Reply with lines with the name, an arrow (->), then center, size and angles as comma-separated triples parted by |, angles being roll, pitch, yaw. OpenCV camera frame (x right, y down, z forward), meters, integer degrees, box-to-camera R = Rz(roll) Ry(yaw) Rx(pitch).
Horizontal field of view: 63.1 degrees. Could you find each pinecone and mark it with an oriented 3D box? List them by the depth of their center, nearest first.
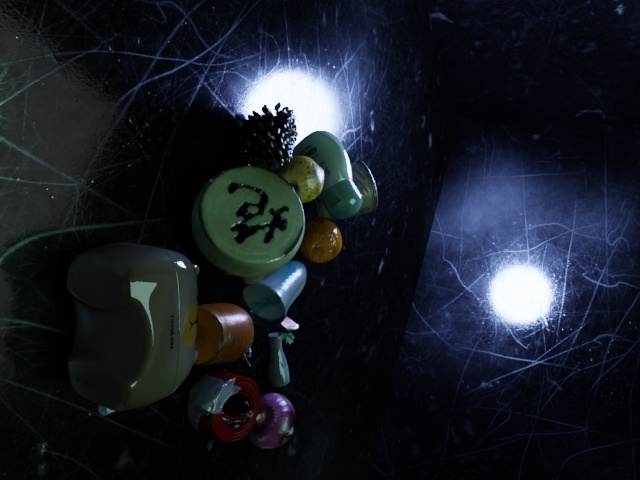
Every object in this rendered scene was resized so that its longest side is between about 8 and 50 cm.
pinecone -> -0.176, -0.354, 1.747 | 0.221, 0.222, 0.221 | -26, 121, -57

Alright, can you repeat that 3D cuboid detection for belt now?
belt -> -0.333, 0.568, 1.811 | 0.323, 0.115, 0.227 | 54, 49, -55

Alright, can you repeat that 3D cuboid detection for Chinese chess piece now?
Chinese chess piece -> -0.219, -0.061, 1.608 | 0.349, 0.350, 0.146 | -67, -171, -26

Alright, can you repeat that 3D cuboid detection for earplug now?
earplug -> -0.147, 0.178, 2.000 | 0.324, 0.185, 0.184 | -44, 135, -57

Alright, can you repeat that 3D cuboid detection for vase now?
vase -> -0.176, 0.481, 2.120 | 0.086, 0.086, 0.213 | -25, 115, -58

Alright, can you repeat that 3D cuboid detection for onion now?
onion -> -0.188, 0.716, 2.060 | 0.207, 0.201, 0.200 | -59, 145, -46

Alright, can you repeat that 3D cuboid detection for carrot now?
carrot -> -0.315, 0.297, 1.666 | 0.331, 0.215, 0.193 | 15, 87, -66

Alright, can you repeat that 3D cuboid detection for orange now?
orange -> 0.000, 0.000, 2.201 | 0.161, 0.194, 0.193 | -80, 165, -62

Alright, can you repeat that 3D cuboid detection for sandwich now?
sandwich -> -0.135, 0.355, 2.183 | 0.026, 0.069, 0.101 | -44, 166, 31

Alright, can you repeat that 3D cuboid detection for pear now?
pear -> -0.067, -0.217, 1.837 | 0.178, 0.178, 0.177 | -26, 121, -57

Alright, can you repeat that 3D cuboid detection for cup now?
cup -> 0.067, -0.226, 2.225 | 0.257, 0.301, 0.227 | -16, 138, -14

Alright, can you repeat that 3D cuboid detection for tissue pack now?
tissue pack -> -0.455, 0.199, 1.305 | 0.277, 0.268, 0.386 | -14, 109, -63

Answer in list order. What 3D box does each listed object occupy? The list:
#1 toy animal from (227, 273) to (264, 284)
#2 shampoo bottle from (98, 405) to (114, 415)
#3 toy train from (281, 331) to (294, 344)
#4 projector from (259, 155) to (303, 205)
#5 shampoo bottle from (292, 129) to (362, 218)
toy animal -> -0.210, -0.004, 1.794 | 0.213, 0.195, 0.256 | 122, -10, -55
shampoo bottle -> -0.535, 0.444, 1.469 | 0.191, 0.041, 0.069 | -10, 112, -61
toy train -> -0.141, 0.411, 2.207 | 0.053, 0.033, 0.083 | -60, 146, -25
projector -> -0.143, -0.215, 1.964 | 0.193, 0.088, 0.269 | -61, 146, -33
shampoo bottle -> 0.036, -0.243, 2.026 | 0.151, 0.222, 0.349 | -7, 66, -59
